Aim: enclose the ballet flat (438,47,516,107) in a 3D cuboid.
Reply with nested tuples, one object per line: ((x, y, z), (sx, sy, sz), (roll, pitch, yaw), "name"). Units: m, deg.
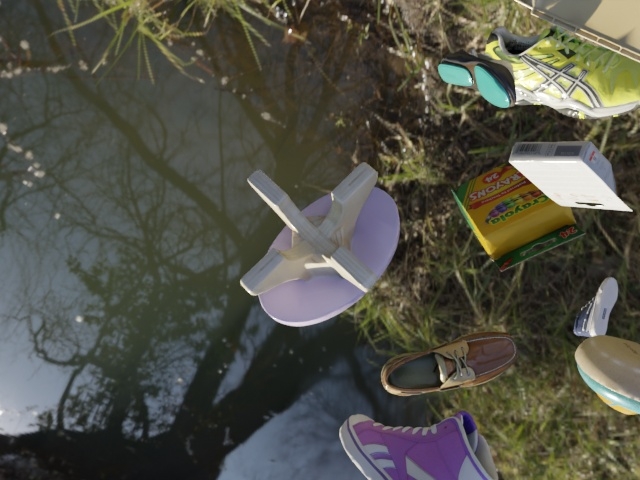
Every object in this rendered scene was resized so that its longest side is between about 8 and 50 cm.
((0.275, -0.279, 1.069), (0.074, 0.203, 0.074), (-11, 120, -21), "ballet flat")

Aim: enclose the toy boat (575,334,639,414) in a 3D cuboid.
((0.695, 0.313, 1.332), (0.318, 0.267, 0.148), (14, 101, 7), "toy boat")

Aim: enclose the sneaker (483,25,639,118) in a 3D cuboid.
((0.501, -0.350, 1.308), (0.385, 0.145, 0.147), (14, 140, 34), "sneaker")

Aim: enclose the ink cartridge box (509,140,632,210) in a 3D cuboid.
((0.432, -0.110, 1.096), (0.179, 0.045, 0.145), (27, 170, -35), "ink cartridge box")

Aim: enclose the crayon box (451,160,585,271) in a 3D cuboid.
((0.449, -0.073, 1.497), (0.202, 0.318, 0.081), (-27, 117, 8), "crayon box")

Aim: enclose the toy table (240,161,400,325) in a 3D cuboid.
((0.000, 0.000, 0.993), (0.252, 0.274, 0.161), (31, 169, 20), "toy table")

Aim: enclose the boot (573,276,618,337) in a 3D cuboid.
((0.806, 0.195, 1.896), (0.069, 0.190, 0.086), (32, 163, -23), "boot")

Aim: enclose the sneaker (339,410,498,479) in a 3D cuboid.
((0.141, 0.289, 0.895), (0.102, 0.282, 0.161), (36, 89, -30), "sneaker")

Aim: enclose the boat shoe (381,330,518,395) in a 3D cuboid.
((0.296, 0.296, 1.492), (0.324, 0.122, 0.120), (-19, 171, 9), "boat shoe")

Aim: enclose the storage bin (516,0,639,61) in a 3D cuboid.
((0.459, -0.425, 0.932), (0.261, 0.123, 0.262), (26, 129, 4), "storage bin")
